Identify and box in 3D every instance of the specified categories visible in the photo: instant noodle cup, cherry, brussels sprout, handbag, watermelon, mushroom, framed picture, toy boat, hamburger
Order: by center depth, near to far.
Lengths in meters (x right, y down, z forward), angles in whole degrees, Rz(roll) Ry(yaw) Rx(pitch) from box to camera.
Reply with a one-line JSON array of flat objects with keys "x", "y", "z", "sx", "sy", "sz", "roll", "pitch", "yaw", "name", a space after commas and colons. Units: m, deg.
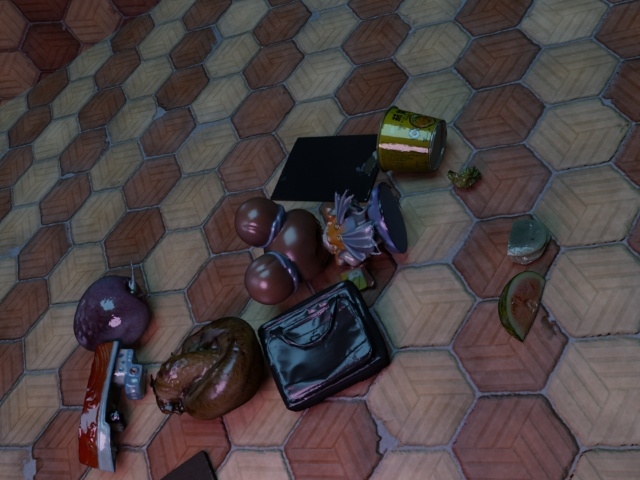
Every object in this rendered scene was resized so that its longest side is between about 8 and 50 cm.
[{"x": 0.424, "y": 0.134, "z": 1.559, "sx": 0.163, "sy": 0.087, "sz": 0.069, "roll": -60, "pitch": 14, "yaw": -24, "name": "watermelon"}, {"x": -0.291, "y": 0.585, "z": 1.622, "sx": 0.128, "sy": 0.023, "sz": 0.168, "roll": -35, "pitch": 46, "yaw": 0, "name": "framed picture"}, {"x": 0.481, "y": -0.003, "z": 1.626, "sx": 0.084, "sy": 0.054, "sz": 0.121, "roll": -4, "pitch": 47, "yaw": 29, "name": "hamburger"}, {"x": 0.000, "y": 0.242, "z": 1.653, "sx": 0.275, "sy": 0.088, "sz": 0.244, "roll": -30, "pitch": 60, "yaw": 9, "name": "handbag"}, {"x": -0.262, "y": 0.316, "z": 1.693, "sx": 0.283, "sy": 0.195, "sz": 0.263, "roll": -25, "pitch": 39, "yaw": 1, "name": "mushroom"}, {"x": -0.522, "y": 0.426, "z": 1.805, "sx": 0.133, "sy": 0.145, "sz": 0.332, "roll": 2, "pitch": 53, "yaw": -3, "name": "toy boat"}, {"x": 0.370, "y": -0.162, "z": 1.808, "sx": 0.085, "sy": 0.058, "sz": 0.085, "roll": -24, "pitch": 14, "yaw": 6, "name": "brussels sprout"}, {"x": 0.248, "y": -0.260, "z": 1.878, "sx": 0.144, "sy": 0.182, "sz": 0.182, "roll": 12, "pitch": 62, "yaw": 24, "name": "instant noodle cup"}, {"x": -0.575, "y": 0.202, "z": 1.968, "sx": 0.266, "sy": 0.183, "sz": 0.213, "roll": -48, "pitch": 37, "yaw": 10, "name": "cherry"}, {"x": 0.027, "y": -0.213, "z": 2.066, "sx": 0.323, "sy": 0.013, "sz": 0.244, "roll": 4, "pitch": 58, "yaw": 31, "name": "framed picture"}]

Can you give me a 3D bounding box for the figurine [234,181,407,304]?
[{"x": 0.001, "y": 0.001, "z": 1.775, "sx": 0.388, "sy": 0.248, "sz": 0.277, "roll": -16, "pitch": 74, "yaw": 21, "name": "figurine"}]
